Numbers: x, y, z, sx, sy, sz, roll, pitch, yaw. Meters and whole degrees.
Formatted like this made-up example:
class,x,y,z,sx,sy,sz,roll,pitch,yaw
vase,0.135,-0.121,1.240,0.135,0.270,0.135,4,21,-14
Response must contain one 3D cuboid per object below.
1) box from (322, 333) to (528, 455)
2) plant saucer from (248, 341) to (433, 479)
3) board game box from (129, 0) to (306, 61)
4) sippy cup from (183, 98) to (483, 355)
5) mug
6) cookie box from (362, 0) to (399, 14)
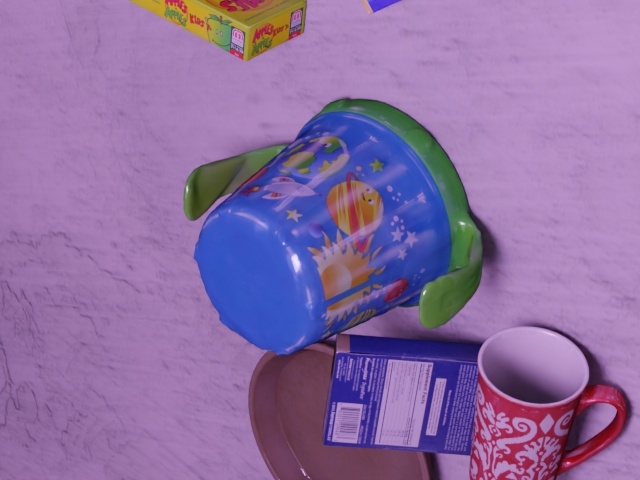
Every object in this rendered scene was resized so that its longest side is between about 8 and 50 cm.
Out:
class,x,y,z,sx,sy,sz,roll,pitch,yaw
box,0.121,0.168,2.025,0.225,0.036,0.136,6,127,-3
plant saucer,0.029,0.236,2.227,0.278,0.041,0.278,25,131,33
board game box,-0.114,-0.257,2.018,0.181,0.092,0.043,29,131,30
sippy cup,0.000,0.000,1.966,0.305,0.224,0.240,-19,101,49
mug,0.222,0.195,1.946,0.150,0.113,0.169,28,135,23
cookie box,0.072,-0.282,1.856,0.107,0.040,0.092,-19,101,50
